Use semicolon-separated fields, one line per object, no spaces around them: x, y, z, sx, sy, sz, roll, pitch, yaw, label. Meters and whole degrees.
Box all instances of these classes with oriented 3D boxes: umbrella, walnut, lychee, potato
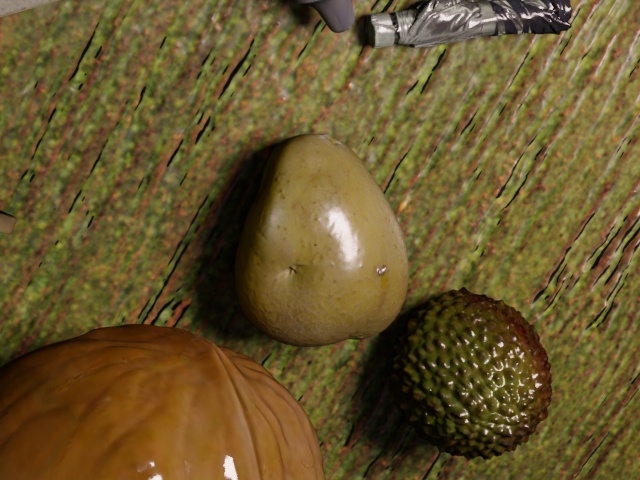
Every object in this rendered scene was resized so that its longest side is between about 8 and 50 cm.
0.132;-0.201;1.272;0.188;0.046;0.050;-7;120;-11;umbrella
-0.177;0.252;1.203;0.354;0.308;0.398;8;115;-60;walnut
0.142;0.133;1.340;0.171;0.171;0.171;-6;113;-16;lychee
0.000;0.000;1.263;0.157;0.157;0.194;-8;100;-15;potato

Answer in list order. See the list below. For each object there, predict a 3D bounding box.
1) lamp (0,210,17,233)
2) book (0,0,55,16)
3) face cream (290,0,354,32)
-0.325;0.069;1.191;0.121;0.121;0.215;18;91;-24;lamp
-0.234;-0.284;1.132;0.138;0.016;0.199;-18;115;-11;book
-0.035;-0.309;1.148;0.092;0.092;0.311;-27;118;-6;face cream
